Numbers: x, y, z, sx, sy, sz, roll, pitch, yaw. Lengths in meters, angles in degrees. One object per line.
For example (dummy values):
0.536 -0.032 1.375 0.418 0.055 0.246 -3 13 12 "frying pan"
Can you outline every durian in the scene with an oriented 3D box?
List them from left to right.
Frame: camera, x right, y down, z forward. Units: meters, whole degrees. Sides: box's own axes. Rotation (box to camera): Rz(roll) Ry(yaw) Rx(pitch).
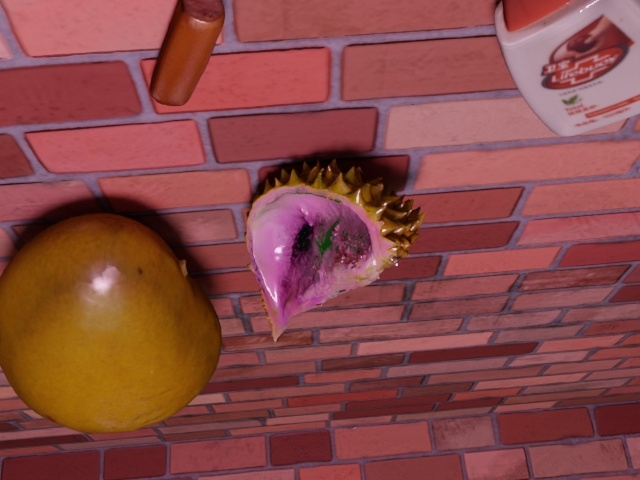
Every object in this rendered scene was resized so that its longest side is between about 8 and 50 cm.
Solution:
-0.001 -0.014 0.905 0.260 0.154 0.186 -19 130 38 "durian"

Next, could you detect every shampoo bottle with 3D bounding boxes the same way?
0.218 -0.188 0.639 0.153 0.071 0.284 -18 153 27 "shampoo bottle"

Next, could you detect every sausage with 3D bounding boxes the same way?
-0.118 -0.160 0.663 0.039 0.041 0.131 2 154 -26 "sausage"

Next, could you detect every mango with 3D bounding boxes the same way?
-0.276 0.117 1.017 0.301 0.220 0.445 4 150 -13 "mango"
